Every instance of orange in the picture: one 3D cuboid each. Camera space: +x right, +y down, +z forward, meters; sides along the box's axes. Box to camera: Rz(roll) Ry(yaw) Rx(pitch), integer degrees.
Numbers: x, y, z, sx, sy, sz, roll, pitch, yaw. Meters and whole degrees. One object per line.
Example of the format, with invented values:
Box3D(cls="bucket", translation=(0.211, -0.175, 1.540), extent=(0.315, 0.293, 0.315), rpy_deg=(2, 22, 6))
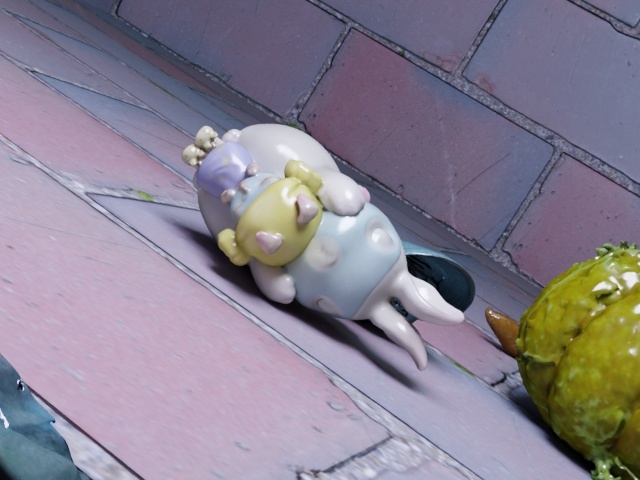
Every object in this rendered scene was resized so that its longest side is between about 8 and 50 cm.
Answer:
Box3D(cls="orange", translation=(0.342, 0.131, 0.991), extent=(0.301, 0.223, 0.300), rpy_deg=(28, 14, -31))

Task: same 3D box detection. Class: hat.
Box3D(cls="hat", translation=(0.051, 0.042, 0.978), extent=(0.138, 0.078, 0.191), rpy_deg=(36, -15, -31))

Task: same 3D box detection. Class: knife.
Box3D(cls="knife", translation=(-0.175, 0.019, 0.410), extent=(0.296, 0.026, 0.044), rpy_deg=(37, 21, 30))

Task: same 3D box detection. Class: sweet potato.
Box3D(cls="sweet potato", translation=(0.268, 0.139, 1.313), extent=(0.179, 0.044, 0.044), rpy_deg=(37, 6, -16))

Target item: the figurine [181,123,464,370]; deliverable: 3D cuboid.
Box3D(cls="figurine", translation=(0.000, 0.000, 0.849), extent=(0.235, 0.127, 0.155), rpy_deg=(41, -6, 38))
